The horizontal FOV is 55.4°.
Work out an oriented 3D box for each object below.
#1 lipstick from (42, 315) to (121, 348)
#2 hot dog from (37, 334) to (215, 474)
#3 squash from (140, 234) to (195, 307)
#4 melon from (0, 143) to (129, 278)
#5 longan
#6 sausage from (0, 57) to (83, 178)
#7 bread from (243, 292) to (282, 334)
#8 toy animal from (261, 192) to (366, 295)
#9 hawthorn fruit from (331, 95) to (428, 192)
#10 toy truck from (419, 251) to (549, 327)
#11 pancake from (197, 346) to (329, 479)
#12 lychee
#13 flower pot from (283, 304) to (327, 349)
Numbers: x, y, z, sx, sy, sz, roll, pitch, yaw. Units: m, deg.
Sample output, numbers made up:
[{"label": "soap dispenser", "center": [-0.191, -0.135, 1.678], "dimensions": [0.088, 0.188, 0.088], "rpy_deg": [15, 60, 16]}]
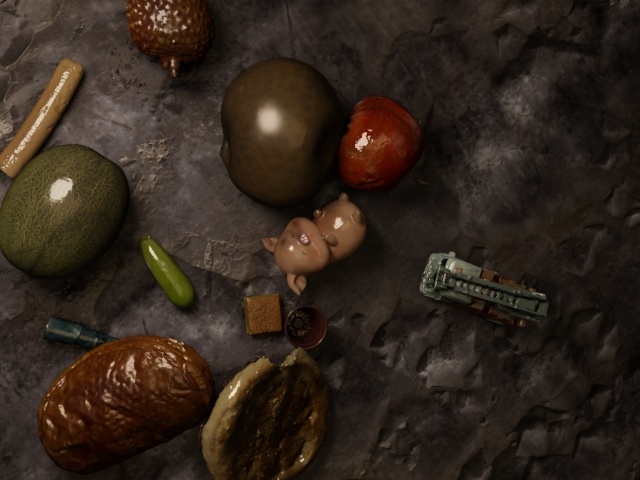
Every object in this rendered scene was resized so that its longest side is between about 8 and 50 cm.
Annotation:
[{"label": "lipstick", "center": [-0.517, 0.233, 1.421], "dimensions": [0.234, 0.053, 0.053], "rpy_deg": [18, 86, -16]}, {"label": "hot dog", "center": [-0.427, 0.360, 1.369], "dimensions": [0.388, 0.174, 0.266], "rpy_deg": [-25, 108, -2]}, {"label": "squash", "center": [-0.366, 0.074, 1.456], "dimensions": [0.066, 0.066, 0.201], "rpy_deg": [-33, 96, -13]}, {"label": "melon", "center": [-0.552, -0.057, 1.313], "dimensions": [0.238, 0.237, 0.301], "rpy_deg": [33, 87, -13]}, {"label": "longan", "center": [-0.093, -0.250, 1.419], "dimensions": [0.289, 0.288, 0.349], "rpy_deg": [5, 92, -15]}, {"label": "sausage", "center": [-0.632, -0.279, 1.382], "dimensions": [0.066, 0.066, 0.301], "rpy_deg": [32, 85, -13]}, {"label": "bread", "center": [-0.143, 0.183, 1.530], "dimensions": [0.090, 0.035, 0.094], "rpy_deg": [-5, 92, -16]}, {"label": "toy animal", "center": [-0.004, -0.004, 1.509], "dimensions": [0.250, 0.154, 0.166], "rpy_deg": [-30, 56, -5]}, {"label": "hawthorn fruit", "center": [0.161, -0.217, 1.518], "dimensions": [0.272, 0.242, 0.241], "rpy_deg": [29, 83, -17]}, {"label": "toy truck", "center": [0.417, 0.128, 1.604], "dimensions": [0.339, 0.184, 0.132], "rpy_deg": [21, 84, -15]}, {"label": "pancake", "center": [-0.118, 0.431, 1.447], "dimensions": [0.383, 0.071, 0.381], "rpy_deg": [-15, 113, -40]}, {"label": "lychee", "center": [-0.341, -0.493, 1.395], "dimensions": [0.200, 0.200, 0.238], "rpy_deg": [-2, 87, -15]}, {"label": "flower pot", "center": [-0.046, 0.211, 1.528], "dimensions": [0.111, 0.089, 0.111], "rpy_deg": [0, 92, -15]}]
